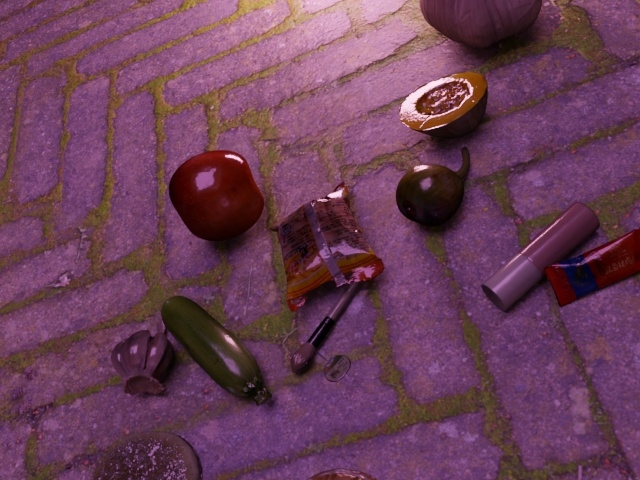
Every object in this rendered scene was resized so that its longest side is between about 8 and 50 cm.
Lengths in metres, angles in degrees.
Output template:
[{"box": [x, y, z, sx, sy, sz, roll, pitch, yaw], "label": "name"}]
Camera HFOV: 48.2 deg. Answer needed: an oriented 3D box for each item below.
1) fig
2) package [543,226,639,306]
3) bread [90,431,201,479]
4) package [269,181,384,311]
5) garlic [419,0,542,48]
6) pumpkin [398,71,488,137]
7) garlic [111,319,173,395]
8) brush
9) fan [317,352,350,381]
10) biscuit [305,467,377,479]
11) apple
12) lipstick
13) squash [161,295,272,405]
[{"box": [0.274, -0.130, 1.580, 0.149, 0.149, 0.245, 27, 51, 36], "label": "fig"}, {"box": [0.531, 0.050, 1.354, 0.200, 0.022, 0.083, -24, 87, 6], "label": "package"}, {"box": [-0.363, 0.505, 1.438, 0.267, 0.040, 0.267, -12, 52, 16], "label": "bread"}, {"box": [-0.006, 0.004, 1.587, 0.223, 0.108, 0.288, -29, 44, 8], "label": "package"}, {"box": [0.393, -0.623, 1.769, 0.318, 0.259, 0.317, -10, 51, 12], "label": "garlic"}, {"box": [0.304, -0.302, 1.688, 0.217, 0.110, 0.217, -22, 42, 21], "label": "pumpkin"}, {"box": [-0.379, 0.239, 1.595, 0.131, 0.127, 0.194, -9, 34, 22], "label": "garlic"}, {"box": [0.030, 0.157, 1.515, 0.039, 0.042, 0.299, 35, 71, 9], "label": "brush"}, {"box": [0.022, 0.260, 1.465, 0.080, 0.003, 0.060, 3, 57, 25], "label": "fan"}, {"box": [0.027, 0.518, 1.229, 0.259, 0.079, 0.259, -12, 53, 16], "label": "biscuit"}, {"box": [-0.249, -0.108, 1.712, 0.201, 0.218, 0.218, -26, 50, -5], "label": "apple"}, {"box": [0.432, 0.030, 1.404, 0.254, 0.070, 0.070, -40, 50, -7], "label": "lipstick"}, {"box": [-0.233, 0.228, 1.542, 0.101, 0.101, 0.379, -44, 52, -10], "label": "squash"}]
